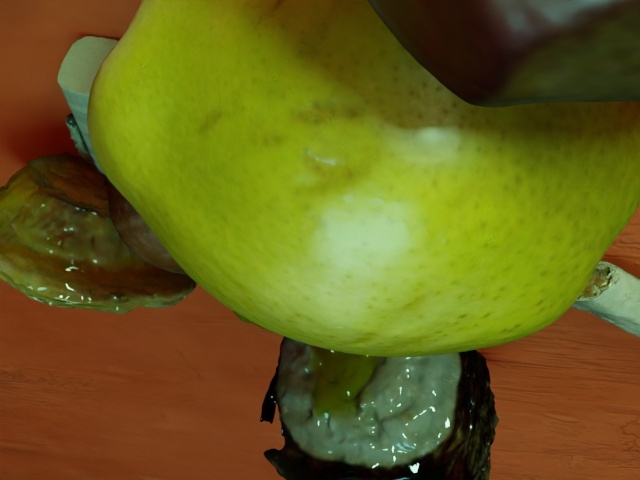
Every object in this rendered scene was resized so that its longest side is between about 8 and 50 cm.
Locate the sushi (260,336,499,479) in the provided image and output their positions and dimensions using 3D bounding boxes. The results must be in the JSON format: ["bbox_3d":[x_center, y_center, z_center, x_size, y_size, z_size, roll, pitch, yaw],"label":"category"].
[{"bbox_3d":[0.084,0.237,1.466,0.281,0.300,0.294,17,157,25],"label":"sushi"}]

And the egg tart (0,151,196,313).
[{"bbox_3d":[-0.269,-0.013,1.262,0.288,0.288,0.118,19,108,-11],"label":"egg tart"}]

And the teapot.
[{"bbox_3d":[-0.229,-0.126,1.164,0.107,0.077,0.200,11,152,11],"label":"teapot"}]

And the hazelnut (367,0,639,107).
[{"bbox_3d":[0.170,-0.235,0.555,0.365,0.366,0.366,10,151,5],"label":"hazelnut"}]

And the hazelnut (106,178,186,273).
[{"bbox_3d":[-0.117,-0.065,1.075,0.176,0.214,0.214,29,148,-15],"label":"hazelnut"}]

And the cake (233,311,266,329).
[{"bbox_3d":[0.000,0.000,1.194,0.156,0.179,0.260,22,153,-15],"label":"cake"}]

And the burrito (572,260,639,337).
[{"bbox_3d":[0.387,0.084,1.311,0.226,0.060,0.087,25,154,-20],"label":"burrito"}]

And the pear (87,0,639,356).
[{"bbox_3d":[0.041,-0.088,0.846,0.418,0.362,0.362,21,151,1],"label":"pear"}]
